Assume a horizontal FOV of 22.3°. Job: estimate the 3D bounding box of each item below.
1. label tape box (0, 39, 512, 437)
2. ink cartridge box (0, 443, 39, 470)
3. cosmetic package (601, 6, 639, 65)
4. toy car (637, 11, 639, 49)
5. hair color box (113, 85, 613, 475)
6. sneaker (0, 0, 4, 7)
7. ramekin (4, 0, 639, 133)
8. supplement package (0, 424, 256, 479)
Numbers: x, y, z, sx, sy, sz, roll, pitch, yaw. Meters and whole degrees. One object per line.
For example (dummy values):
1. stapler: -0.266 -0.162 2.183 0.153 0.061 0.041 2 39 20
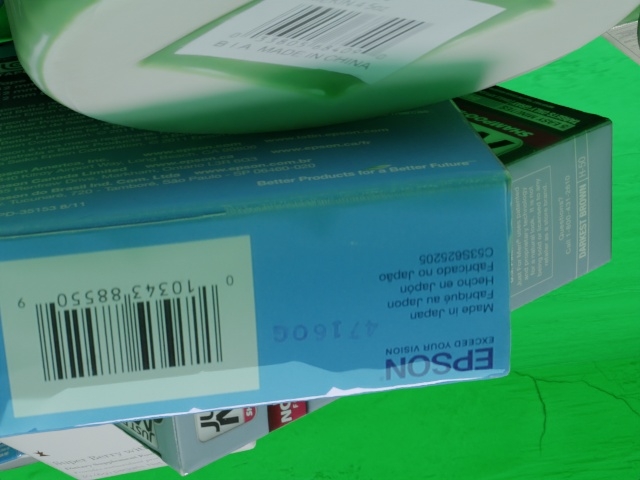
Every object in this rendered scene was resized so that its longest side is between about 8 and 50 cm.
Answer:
1. label tape box: -0.060 -0.032 0.887 0.249 0.115 0.348 -7 -159 -8
2. ink cartridge box: -0.337 0.142 1.713 0.082 0.191 0.139 -1 166 -42
3. cosmetic package: 0.228 -0.157 1.118 0.060 0.041 0.115 -15 167 23
4. toy car: 0.224 -0.154 0.799 0.159 0.182 0.136 -32 165 23
5. hair color box: 0.000 0.000 1.066 0.374 0.114 0.185 -24 -149 -34
6. sneaker: -0.215 -0.132 0.848 0.078 0.067 0.188 19 158 -23
7. ramekin: 0.001 -0.152 0.679 0.303 0.148 0.303 -10 169 -2
8. supplement package: -0.195 0.053 1.252 0.177 0.175 0.293 -14 150 25
